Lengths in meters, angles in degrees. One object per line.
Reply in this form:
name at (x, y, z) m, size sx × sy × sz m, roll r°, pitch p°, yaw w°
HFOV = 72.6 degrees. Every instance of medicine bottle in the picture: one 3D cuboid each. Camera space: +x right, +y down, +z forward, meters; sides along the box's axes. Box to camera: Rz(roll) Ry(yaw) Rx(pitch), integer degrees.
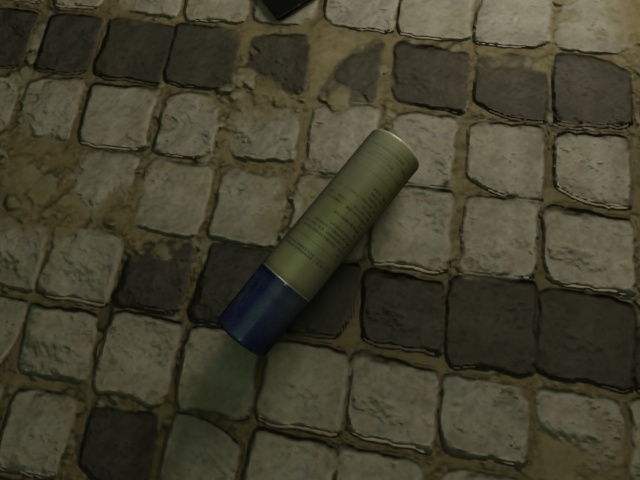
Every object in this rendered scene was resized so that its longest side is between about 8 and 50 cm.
medicine bottle at (0.000, 0.000, 0.407) m, size 0.059 × 0.059 × 0.231 m, roll 39°, pitch 84°, yaw 11°

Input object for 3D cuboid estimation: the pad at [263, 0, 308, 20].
pad at (-0.048, -0.422, 0.525) m, size 0.202 × 0.005 × 0.299 m, roll -34°, pitch 78°, yaw -3°
